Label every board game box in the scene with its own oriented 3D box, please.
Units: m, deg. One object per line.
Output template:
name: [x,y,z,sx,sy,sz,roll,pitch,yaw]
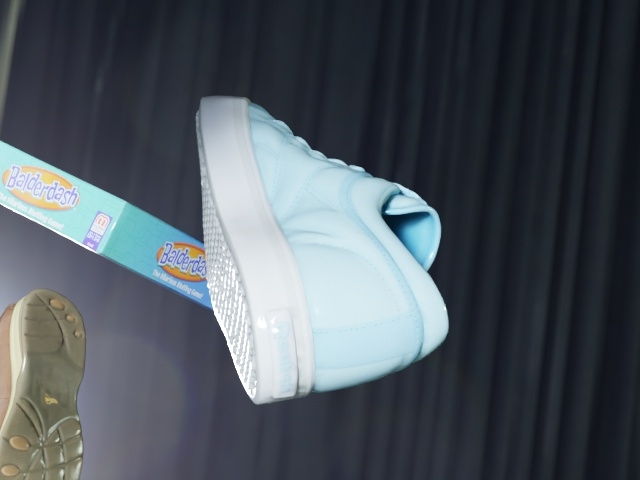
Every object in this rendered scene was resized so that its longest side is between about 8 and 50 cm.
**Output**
board game box: [-0.162,-0.007,1.541,0.160,0.047,0.210,25,-3,33]

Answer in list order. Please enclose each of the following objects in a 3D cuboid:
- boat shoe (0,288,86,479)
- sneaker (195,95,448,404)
boat shoe: [-0.188,0.118,1.204,0.060,0.178,0.064,-25,-40,38]
sneaker: [0.000,0.000,1.306,0.150,0.135,0.366,-5,29,-9]
